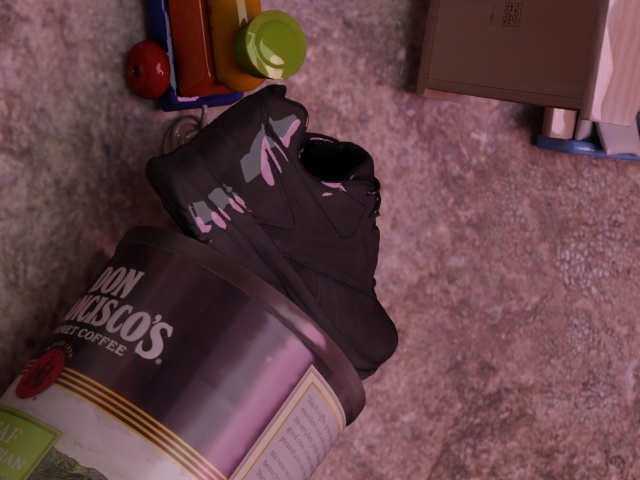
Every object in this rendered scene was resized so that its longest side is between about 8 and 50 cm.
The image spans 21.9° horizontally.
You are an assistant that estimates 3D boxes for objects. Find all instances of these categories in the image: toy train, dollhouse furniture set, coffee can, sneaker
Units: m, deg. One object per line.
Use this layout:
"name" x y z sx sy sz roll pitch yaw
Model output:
"toy train" -0.060 -0.123 1.155 0.105 0.143 0.248 -9 95 -33
"dollhouse furniture set" 0.268 -0.203 1.310 0.303 0.198 0.286 4 97 -37
"coffee can" -0.127 0.158 1.078 0.201 0.201 0.275 47 67 -25
"sneaker" 0.000 0.000 1.165 0.130 0.109 0.286 -42 141 -1
